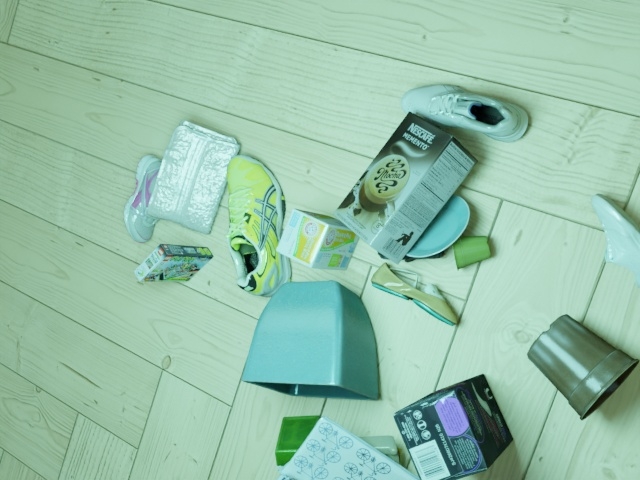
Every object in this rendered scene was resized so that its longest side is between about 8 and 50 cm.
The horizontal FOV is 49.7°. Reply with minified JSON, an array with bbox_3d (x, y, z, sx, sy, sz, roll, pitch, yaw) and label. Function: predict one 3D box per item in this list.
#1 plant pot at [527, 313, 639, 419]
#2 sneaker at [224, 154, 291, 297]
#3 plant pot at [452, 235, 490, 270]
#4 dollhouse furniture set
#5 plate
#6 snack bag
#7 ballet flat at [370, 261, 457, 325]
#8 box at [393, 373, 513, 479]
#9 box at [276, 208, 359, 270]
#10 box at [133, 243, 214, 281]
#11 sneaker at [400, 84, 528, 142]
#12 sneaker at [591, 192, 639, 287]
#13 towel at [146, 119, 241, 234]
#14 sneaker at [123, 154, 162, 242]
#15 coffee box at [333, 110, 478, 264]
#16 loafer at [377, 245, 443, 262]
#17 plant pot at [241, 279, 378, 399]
[{"bbox_3d":[0.527,0.251,1.417,0.165,0.167,0.167,44,106,29],"label":"plant pot"},{"bbox_3d":[-0.174,-0.046,1.779,0.145,0.147,0.385,-21,77,26],"label":"sneaker"},{"bbox_3d":[0.342,0.021,1.565,0.079,0.083,0.083,-12,82,14],"label":"plant pot"},{"bbox_3d":[0.055,0.547,1.681,0.301,0.151,0.198,-5,106,9],"label":"dollhouse furniture set"},{"bbox_3d":[0.258,-0.030,1.588,0.188,0.024,0.188,-24,40,21],"label":"plate"},{"bbox_3d":[0.043,0.608,1.601,0.323,0.037,0.342,34,108,-4],"label":"snack bag"},{"bbox_3d":[0.226,0.118,1.615,0.232,0.080,0.073,27,84,24],"label":"ballet flat"},{"bbox_3d":[0.286,0.395,1.458,0.143,0.270,0.165,-28,75,22],"label":"box"},{"bbox_3d":[0.000,0.000,1.658,0.103,0.203,0.114,25,98,25],"label":"box"},{"bbox_3d":[-0.388,0.062,1.844,0.114,0.207,0.036,-43,70,18],"label":"box"},{"bbox_3d":[0.315,-0.302,1.563,0.297,0.129,0.111,15,95,27],"label":"sneaker"},{"bbox_3d":[0.618,0.002,1.431,0.094,0.080,0.212,-45,70,30],"label":"sneaker"},{"bbox_3d":[-0.344,-0.171,1.881,0.187,0.049,0.282,19,98,-4],"label":"towel"},{"bbox_3d":[-0.474,-0.112,1.955,0.111,0.103,0.252,15,94,28],"label":"sneaker"},{"bbox_3d":[0.189,-0.121,1.569,0.297,0.119,0.168,-53,41,5],"label":"coffee box"},{"bbox_3d":[0.213,0.023,1.642,0.170,0.062,0.061,11,131,28],"label":"loafer"},{"bbox_3d":[-0.007,0.232,1.637,0.247,0.248,0.252,-3,70,26],"label":"plant pot"}]
